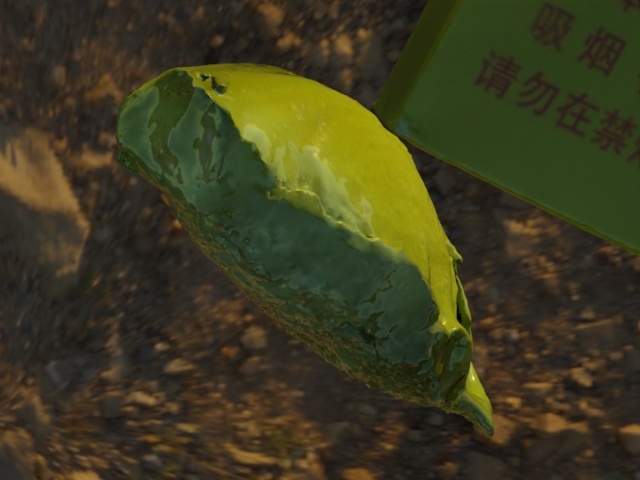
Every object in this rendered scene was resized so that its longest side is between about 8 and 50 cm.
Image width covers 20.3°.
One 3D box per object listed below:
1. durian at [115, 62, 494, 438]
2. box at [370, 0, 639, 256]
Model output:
[{"bbox_3d":[0.000,0.000,0.874,0.101,0.139,0.250,-27,131,22],"label":"durian"},{"bbox_3d":[0.176,-0.150,0.627,0.187,0.047,0.335,25,102,-14],"label":"box"}]
